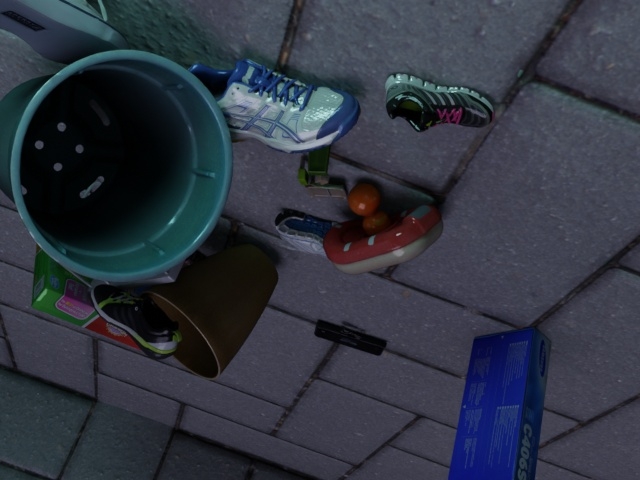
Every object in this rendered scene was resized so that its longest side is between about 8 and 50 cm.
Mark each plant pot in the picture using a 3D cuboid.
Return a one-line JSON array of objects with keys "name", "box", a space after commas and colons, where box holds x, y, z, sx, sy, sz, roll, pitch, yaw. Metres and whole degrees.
[{"name": "plant pot", "box": [-0.214, 0.127, 1.646, 0.237, 0.254, 0.237, 32, 145, 25]}, {"name": "plant pot", "box": [-0.375, -0.136, 1.249, 0.334, 0.341, 0.341, 18, 158, 50]}]

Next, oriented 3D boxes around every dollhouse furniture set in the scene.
[{"name": "dollhouse furniture set", "box": [0.004, -0.124, 1.391, 0.076, 0.058, 0.151, 3, 165, 12]}]

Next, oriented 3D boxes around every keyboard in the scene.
[{"name": "keyboard", "box": [0.075, 0.240, 1.916, 0.180, 0.023, 0.108, 17, 155, 2]}]

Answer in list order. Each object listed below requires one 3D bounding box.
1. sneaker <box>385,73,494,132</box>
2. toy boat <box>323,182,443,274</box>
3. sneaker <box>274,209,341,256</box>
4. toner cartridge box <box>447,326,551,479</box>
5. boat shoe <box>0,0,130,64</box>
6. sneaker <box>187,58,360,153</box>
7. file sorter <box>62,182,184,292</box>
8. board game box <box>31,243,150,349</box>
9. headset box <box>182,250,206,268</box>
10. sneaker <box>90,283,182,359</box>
[{"name": "sneaker", "box": [0.173, -0.192, 1.148, 0.171, 0.074, 0.063, 17, 148, 3]}, {"name": "toy boat", "box": [0.098, -0.034, 1.402, 0.231, 0.151, 0.151, -18, 103, 43]}, {"name": "sneaker", "box": [0.000, 0.000, 1.553, 0.191, 0.071, 0.083, 23, 155, 10]}, {"name": "toner cartridge box", "box": [0.384, 0.362, 1.631, 0.075, 0.347, 0.165, 38, 144, -30]}, {"name": "boat shoe", "box": [-0.411, -0.374, 1.127, 0.136, 0.156, 0.367, -4, 171, 25]}, {"name": "sneaker", "box": [-0.087, -0.219, 1.210, 0.297, 0.111, 0.131, 3, 145, 22]}, {"name": "file sorter", "box": [-0.413, -0.024, 1.604, 0.278, 0.192, 0.173, -11, 135, 39]}, {"name": "board game box", "box": [-0.505, 0.115, 1.785, 0.317, 0.242, 0.064, 29, 114, -34]}, {"name": "headset box", "box": [-0.295, 0.056, 1.814, 0.083, 0.032, 0.062, 38, 143, -27]}, {"name": "sneaker", "box": [-0.363, 0.140, 1.547, 0.235, 0.084, 0.097, 34, 122, 18]}]
